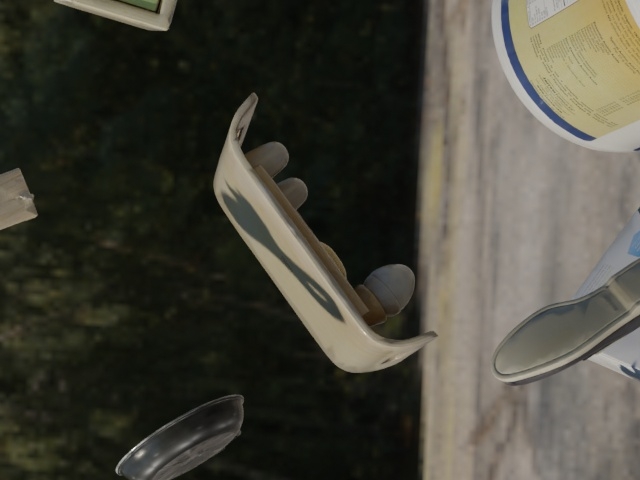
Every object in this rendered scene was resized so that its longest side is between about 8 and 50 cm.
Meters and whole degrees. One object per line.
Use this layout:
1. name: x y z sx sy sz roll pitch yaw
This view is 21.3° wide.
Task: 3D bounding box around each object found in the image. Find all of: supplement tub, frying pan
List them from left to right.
1. frying pan: -0.185 0.293 2.344 0.053 0.197 0.326 58 168 16
2. supplement tub: 0.304 -0.209 1.396 0.316 0.228 0.228 157 118 -67

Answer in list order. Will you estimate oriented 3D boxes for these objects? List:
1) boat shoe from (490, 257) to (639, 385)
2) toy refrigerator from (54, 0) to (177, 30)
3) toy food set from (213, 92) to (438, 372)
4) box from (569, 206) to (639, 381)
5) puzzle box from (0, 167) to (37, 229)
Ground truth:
1. boat shoe: 0.260 0.088 1.602 0.065 0.206 0.075 54 -171 -39
2. toy refrigerator: -0.162 -0.341 1.601 0.094 0.102 0.270 -157 83 -70
3. toy food set: 0.000 0.000 1.781 0.306 0.092 0.220 54 167 4
4. box: 0.433 0.065 2.081 0.232 0.058 0.322 -53 22 -5
5. puzzle box: -0.491 0.032 1.652 0.052 0.408 0.272 69 161 -4
